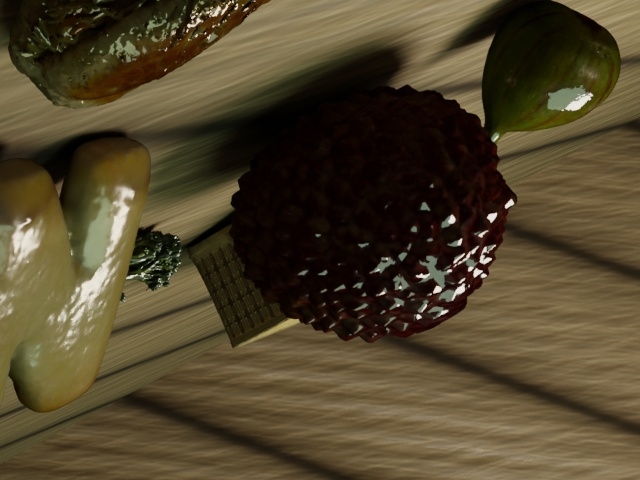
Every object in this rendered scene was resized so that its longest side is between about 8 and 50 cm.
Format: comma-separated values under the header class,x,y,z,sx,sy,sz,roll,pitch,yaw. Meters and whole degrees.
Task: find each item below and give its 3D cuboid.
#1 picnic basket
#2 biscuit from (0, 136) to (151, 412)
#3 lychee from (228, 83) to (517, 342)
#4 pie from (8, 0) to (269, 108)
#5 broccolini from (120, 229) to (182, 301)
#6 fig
class,x,y,z,sx,sy,sz,roll,pitch,yaw
picnic basket,0.000,0.000,1.571,0.313,0.175,0.228,-29,173,29
biscuit,-0.254,0.052,0.970,0.237,0.062,0.291,-22,137,-60
lychee,0.063,-0.032,1.236,0.330,0.306,0.306,-1,165,-10
pie,-0.106,-0.148,0.715,0.193,0.079,0.163,-32,176,4
broccolini,-0.327,0.075,1.264,0.392,0.074,0.079,-24,163,-35
fig,0.237,-0.165,1.313,0.259,0.151,0.151,-52,162,24
